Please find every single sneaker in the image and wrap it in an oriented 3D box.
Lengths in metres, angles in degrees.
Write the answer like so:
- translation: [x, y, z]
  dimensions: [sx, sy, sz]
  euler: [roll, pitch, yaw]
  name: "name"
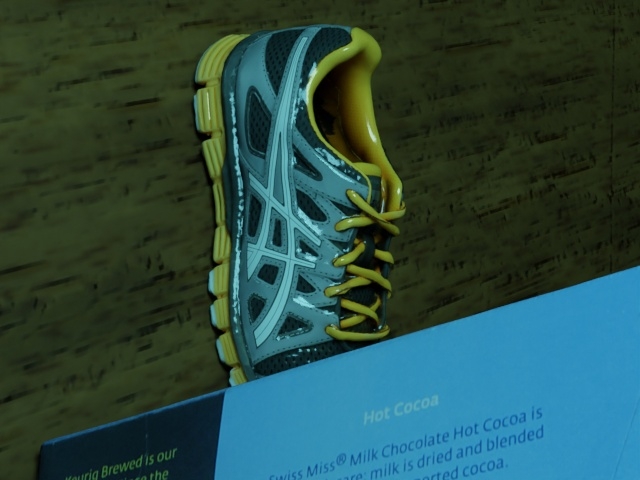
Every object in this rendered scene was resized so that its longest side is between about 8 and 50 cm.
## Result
- translation: [0.000, 0.000, 0.887]
  dimensions: [0.084, 0.083, 0.214]
  euler: [-1, 78, -56]
  name: "sneaker"

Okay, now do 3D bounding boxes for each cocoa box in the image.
- translation: [0.085, 0.170, 0.694]
  dimensions: [0.231, 0.347, 0.228]
  euler: [31, 51, -44]
  name: "cocoa box"
